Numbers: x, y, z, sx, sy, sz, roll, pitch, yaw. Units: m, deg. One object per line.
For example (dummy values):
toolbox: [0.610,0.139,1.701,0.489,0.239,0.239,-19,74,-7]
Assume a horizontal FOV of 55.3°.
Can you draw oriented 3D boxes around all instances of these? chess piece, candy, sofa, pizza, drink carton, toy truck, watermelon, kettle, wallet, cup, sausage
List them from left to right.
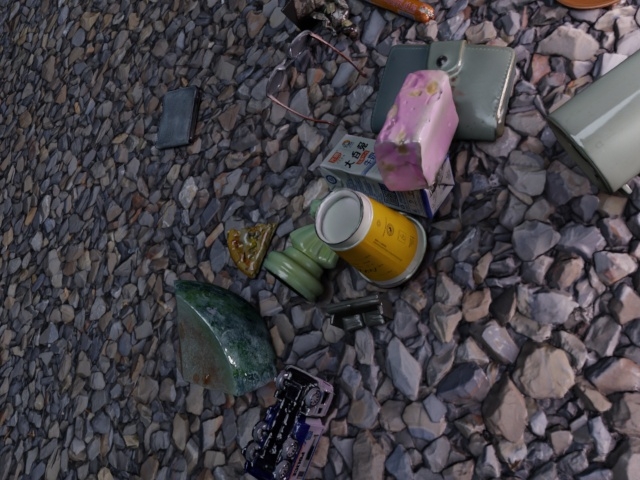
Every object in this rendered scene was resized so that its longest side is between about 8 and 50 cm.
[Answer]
wallet: [-0.485,-0.423,2.094,0.167,0.036,0.222,-3,74,32]
watermelon: [-0.292,0.276,1.633,0.258,0.228,0.387,-49,63,21]
pizza: [-0.188,0.014,1.750,0.176,0.036,0.185,-33,60,20]
toy truck: [-0.063,0.444,1.454,0.124,0.155,0.268,19,83,36]
chess piece: [0.000,0.000,1.577,0.175,0.176,0.298,32,80,36]
sofa: [0.094,0.180,1.478,0.147,0.085,0.060,-15,64,28]
cup: [0.117,-0.008,1.411,0.196,0.279,0.197,-16,61,33]
drink carton: [0.161,-0.167,1.513,0.314,0.107,0.131,20,59,36]
sausage: [0.189,-0.678,1.721,0.347,0.053,0.053,38,97,36]
candy: [0.222,-0.246,1.371,0.115,0.156,0.265,3,50,31]
wallet: [0.303,-0.380,1.533,0.360,0.083,0.253,11,86,34]
kettle: [0.649,-0.243,1.184,0.318,0.205,0.265,-39,54,14]

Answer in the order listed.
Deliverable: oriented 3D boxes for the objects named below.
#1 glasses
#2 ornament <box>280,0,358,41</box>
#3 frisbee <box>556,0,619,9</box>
glasses: [-0.012,-0.461,1.794,0.268,0.118,0.234,38,95,16]
ornament: [0.031,-0.652,1.774,0.196,0.153,0.166,45,101,26]
frisbee: [0.653,-0.650,1.427,0.250,0.021,0.251,-11,68,29]
